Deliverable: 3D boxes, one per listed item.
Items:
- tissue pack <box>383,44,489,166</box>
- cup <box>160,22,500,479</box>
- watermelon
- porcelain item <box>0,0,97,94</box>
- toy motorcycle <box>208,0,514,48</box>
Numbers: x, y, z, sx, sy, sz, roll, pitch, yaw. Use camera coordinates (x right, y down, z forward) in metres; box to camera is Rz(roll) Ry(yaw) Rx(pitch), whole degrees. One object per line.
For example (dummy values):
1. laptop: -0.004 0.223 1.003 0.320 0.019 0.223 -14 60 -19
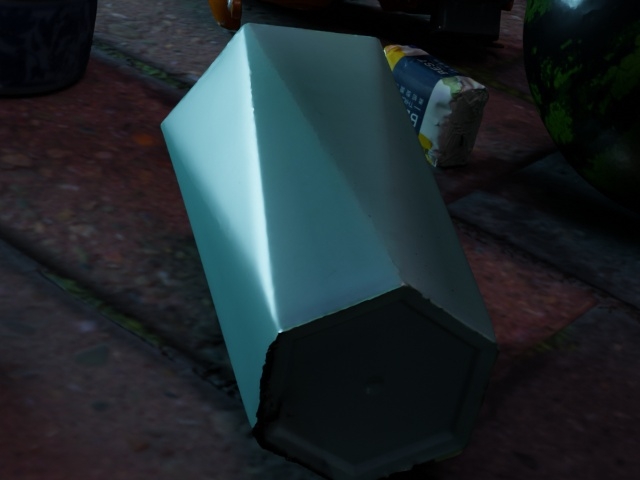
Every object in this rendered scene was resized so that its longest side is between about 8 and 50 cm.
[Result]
1. tissue pack: 0.074 -0.096 0.899 0.042 0.062 0.083 -6 33 -40
2. cup: 0.000 0.000 0.622 0.148 0.134 0.235 3 30 -11
3. watermelon: 0.263 -0.131 0.839 0.269 0.269 0.269 9 28 -5
4. porcelain item: -0.227 -0.179 0.879 0.147 0.114 0.147 10 29 -6
5. toy motorcycle: 0.018 -0.244 1.077 0.326 0.147 0.221 4 6 -3
